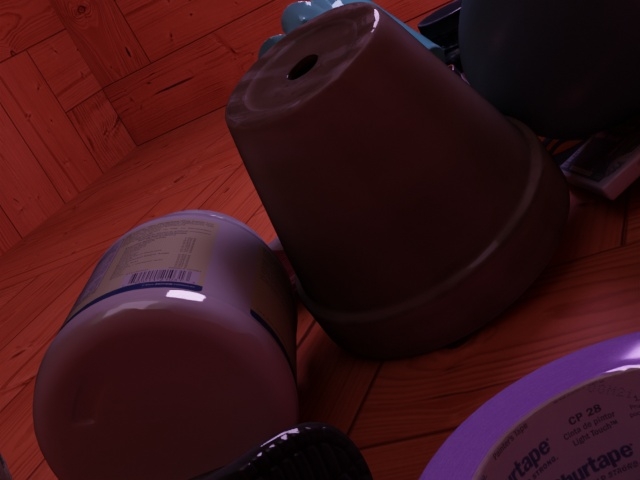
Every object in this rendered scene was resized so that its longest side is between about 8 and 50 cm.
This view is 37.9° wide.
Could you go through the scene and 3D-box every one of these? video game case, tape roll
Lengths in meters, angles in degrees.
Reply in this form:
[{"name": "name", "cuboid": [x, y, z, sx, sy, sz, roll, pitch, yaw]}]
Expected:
[{"name": "video game case", "cuboid": [0.361, -0.123, 1.062, 0.173, 0.022, 0.190, -44, 8, 6]}, {"name": "tape roll", "cuboid": [0.187, 0.162, 0.533, 0.275, 0.090, 0.275, -26, 18, 9]}]

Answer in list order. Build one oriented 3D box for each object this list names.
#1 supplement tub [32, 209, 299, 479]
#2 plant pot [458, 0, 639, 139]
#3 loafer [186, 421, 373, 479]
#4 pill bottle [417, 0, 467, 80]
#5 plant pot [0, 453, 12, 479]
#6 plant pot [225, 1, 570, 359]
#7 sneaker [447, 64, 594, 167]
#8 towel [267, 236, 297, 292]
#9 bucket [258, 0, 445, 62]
[{"name": "supplement tub", "cuboid": [-0.139, 0.109, 0.949, 0.235, 0.235, 0.325, -27, 17, 7]}, {"name": "plant pot", "cuboid": [0.291, -0.256, 1.051, 0.293, 0.293, 0.235, -47, -9, -44]}, {"name": "loafer", "cuboid": [-0.122, 0.254, 0.667, 0.366, 0.133, 0.130, -16, -18, -34]}, {"name": "pill bottle", "cuboid": [0.234, -0.244, 1.385, 0.123, 0.219, 0.123, -27, 17, 9]}, {"name": "plant pot", "cuboid": [-0.480, 0.284, 0.933, 0.306, 0.333, 0.334, -21, 15, -13]}, {"name": "plant pot", "cuboid": [0.056, -0.085, 0.990, 0.323, 0.280, 0.323, -29, 30, 19]}, {"name": "sneaker", "cuboid": [0.239, -0.162, 1.209, 0.321, 0.180, 0.124, -27, 17, 7]}, {"name": "towel", "cuboid": [0.000, 0.000, 1.349, 0.329, 0.037, 0.237, -37, 15, -23]}, {"name": "bucket", "cuboid": [0.035, -0.203, 1.305, 0.281, 0.183, 0.281, -51, -17, -22]}]
